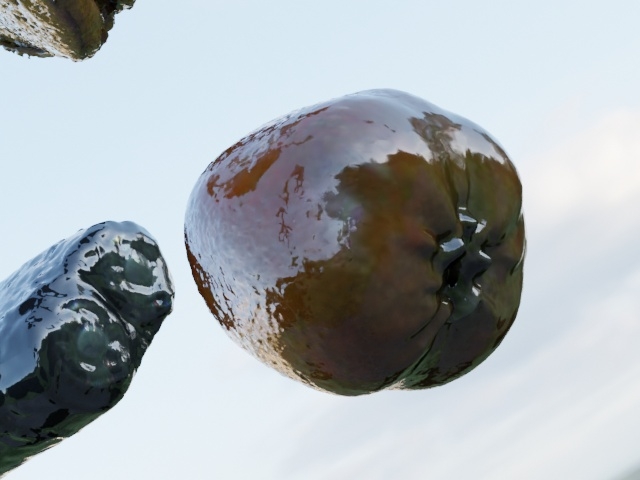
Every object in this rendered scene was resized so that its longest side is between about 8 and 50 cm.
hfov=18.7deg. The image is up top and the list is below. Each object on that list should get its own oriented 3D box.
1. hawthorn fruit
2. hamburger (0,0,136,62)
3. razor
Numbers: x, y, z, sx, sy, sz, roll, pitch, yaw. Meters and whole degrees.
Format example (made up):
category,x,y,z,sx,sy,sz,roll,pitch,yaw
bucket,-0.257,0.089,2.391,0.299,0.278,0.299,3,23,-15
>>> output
category,x,y,z,sx,sy,sz,roll,pitch,yaw
hawthorn fruit,0.000,0.000,1.182,0.251,0.199,0.199,6,20,44
hamburger,-0.296,-0.316,1.983,0.211,0.245,0.260,-62,16,-15
razor,-0.241,0.116,1.436,0.327,0.107,0.189,-40,15,39
